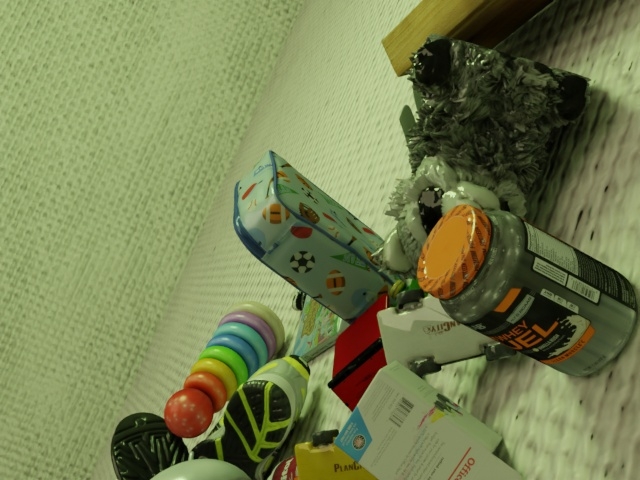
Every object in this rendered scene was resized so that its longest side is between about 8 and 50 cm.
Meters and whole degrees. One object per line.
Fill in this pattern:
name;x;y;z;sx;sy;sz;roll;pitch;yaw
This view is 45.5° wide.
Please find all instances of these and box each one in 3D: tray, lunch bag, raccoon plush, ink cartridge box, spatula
tray;0.280;-0.373;1.092;0.411;0.202;0.076;-31;81;60
lunch bag;0.000;0.000;1.210;0.115;0.303;0.243;-45;23;14
raccoon plush;0.219;-0.101;1.036;0.446;0.216;0.299;-27;-45;-67
ink cartridge box;0.120;0.228;0.824;0.104;0.181;0.061;-60;-20;14
spatula;0.167;-0.159;1.135;0.019;0.242;0.168;1;56;24

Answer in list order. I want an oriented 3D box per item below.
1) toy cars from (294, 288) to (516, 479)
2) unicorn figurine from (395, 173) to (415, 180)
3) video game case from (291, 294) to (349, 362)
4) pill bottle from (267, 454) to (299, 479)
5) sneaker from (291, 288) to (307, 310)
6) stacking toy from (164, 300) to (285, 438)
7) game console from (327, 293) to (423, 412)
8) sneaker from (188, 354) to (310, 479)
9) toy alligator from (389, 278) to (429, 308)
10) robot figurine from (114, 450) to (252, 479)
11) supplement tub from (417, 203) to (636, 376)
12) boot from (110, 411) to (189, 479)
toy cars;0.117;0.188;0.923;0.176;0.087;0.394;39;105;32
unicorn figurine;0.160;-0.088;1.243;0.111;0.060;0.162;-64;4;-32
video game case;0.014;0.116;1.443;0.193;0.023;0.213;-42;28;51
pill bottle;-0.022;0.353;1.109;0.152;0.086;0.086;-43;27;50
sneaker;-0.037;0.096;1.590;0.043;0.040;0.109;-28;39;65
stacking toy;-0.194;0.260;1.483;0.141;0.141;0.330;-50;2;38
game console;0.080;0.171;1.087;0.085;0.124;0.144;-38;-7;-48
sneaker;-0.120;0.355;1.375;0.147;0.145;0.385;-38;-12;-52
toy alligator;0.118;0.120;1.106;0.051;0.056;0.190;-10;-54;-58
robot figurine;-0.129;0.428;0.970;0.353;0.299;0.200;49;116;28
supplement tub;0.196;0.046;0.737;0.117;0.190;0.117;-55;19;29
boot;-0.311;0.519;1.389;0.348;0.131;0.260;60;138;29
